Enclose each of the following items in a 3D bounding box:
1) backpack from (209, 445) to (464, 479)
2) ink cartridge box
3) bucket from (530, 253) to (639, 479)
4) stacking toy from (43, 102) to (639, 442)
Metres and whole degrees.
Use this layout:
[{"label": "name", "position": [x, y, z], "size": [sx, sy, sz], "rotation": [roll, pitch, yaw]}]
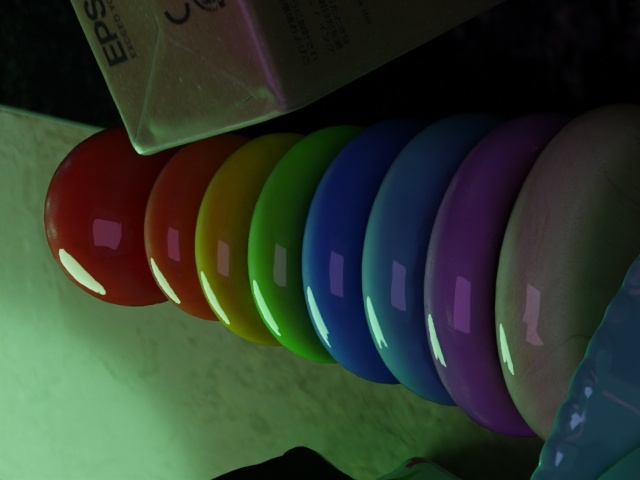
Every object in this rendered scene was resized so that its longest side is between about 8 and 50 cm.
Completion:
[{"label": "backpack", "position": [0.031, 0.231, 0.797], "size": [0.225, 0.191, 0.253], "rotation": [15, 119, 66]}, {"label": "ink cartridge box", "position": [-0.027, -0.175, 0.666], "size": [0.088, 0.193, 0.234], "rotation": [-14, 101, 42]}, {"label": "bucket", "position": [0.199, 0.086, 0.586], "size": [0.183, 0.281, 0.281], "rotation": [28, 125, 27]}, {"label": "stacking toy", "position": [0.000, 0.000, 0.778], "size": [0.330, 0.141, 0.141], "rotation": [8, 116, 38]}]
